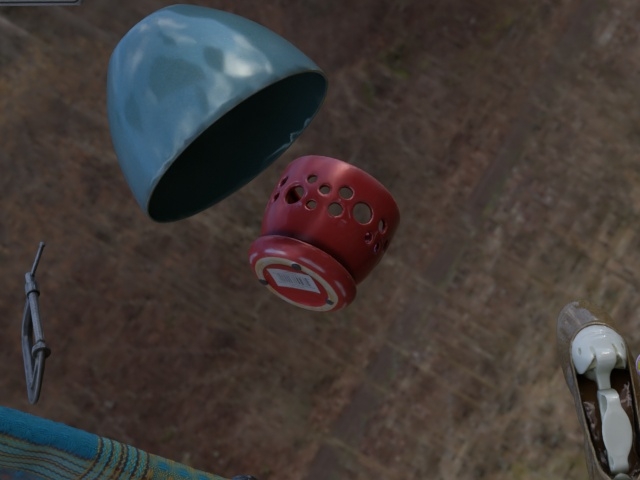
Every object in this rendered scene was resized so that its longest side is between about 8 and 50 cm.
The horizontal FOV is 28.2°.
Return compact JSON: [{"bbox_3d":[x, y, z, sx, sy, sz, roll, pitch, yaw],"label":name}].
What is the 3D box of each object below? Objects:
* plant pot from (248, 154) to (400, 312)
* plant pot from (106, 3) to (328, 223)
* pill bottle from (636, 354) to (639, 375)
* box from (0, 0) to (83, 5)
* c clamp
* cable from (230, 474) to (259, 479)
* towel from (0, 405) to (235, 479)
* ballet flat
[{"bbox_3d":[0.000,0.000,1.862,0.174,0.191,0.191,-64,-1,-26],"label":"plant pot"},{"bbox_3d":[-0.162,-0.188,1.647,0.290,0.195,0.290,-37,-13,-10],"label":"plant pot"},{"bbox_3d":[0.468,0.176,1.748,0.043,0.043,0.083,-60,10,-2],"label":"pill bottle"},{"bbox_3d":[-0.346,-0.405,1.395,0.087,0.169,0.290,-110,23,-50],"label":"box"},{"bbox_3d":[-0.337,0.105,1.497,0.137,0.022,0.160,116,148,-41],"label":"c clamp"},{"bbox_3d":[-0.064,0.450,1.683,0.072,0.139,0.287,-69,-23,-67],"label":"cable"},{"bbox_3d":[-0.175,0.232,0.927,0.271,0.370,0.040,-47,31,37],"label":"towel"},{"bbox_3d":[0.434,0.236,1.941,0.124,0.116,0.342,74,-169,-67],"label":"ballet flat"}]
